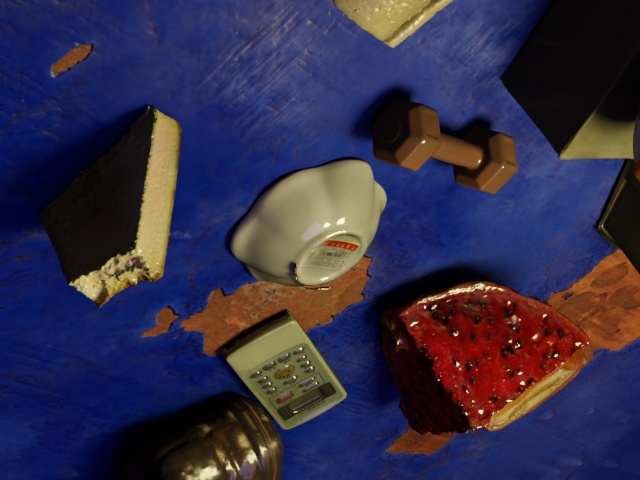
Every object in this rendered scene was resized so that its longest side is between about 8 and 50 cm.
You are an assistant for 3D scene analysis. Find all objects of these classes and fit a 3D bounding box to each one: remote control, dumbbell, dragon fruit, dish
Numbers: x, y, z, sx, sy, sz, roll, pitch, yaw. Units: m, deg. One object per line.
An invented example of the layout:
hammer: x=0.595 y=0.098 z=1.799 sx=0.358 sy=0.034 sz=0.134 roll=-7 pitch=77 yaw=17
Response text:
remote control: x=-0.050 y=0.199 z=2.068 sx=0.123 sy=0.038 sz=0.285 roll=-29 pitch=147 yaw=-1
dumbbell: x=0.161 y=-0.119 z=1.768 sx=0.082 sy=0.092 sz=0.231 roll=-19 pitch=160 yaw=38
dragon fruit: x=0.199 y=0.218 z=2.129 sx=0.302 sy=0.240 sz=0.330 roll=26 pitch=141 yaw=-5
dish: x=0.000 y=0.000 z=1.801 sx=0.229 sy=0.081 sz=0.229 roll=-21 pitch=146 yaw=-15

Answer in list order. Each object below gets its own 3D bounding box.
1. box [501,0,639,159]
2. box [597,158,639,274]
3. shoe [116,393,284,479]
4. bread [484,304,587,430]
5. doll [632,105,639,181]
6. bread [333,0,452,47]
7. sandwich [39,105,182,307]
box: x=0.370 y=-0.235 z=1.719 sx=0.155 sy=0.149 sz=0.231 roll=-4 pitch=139 yaw=-36
box: x=0.648 y=-0.067 z=2.117 sx=0.345 sy=0.204 sz=0.251 roll=-15 pitch=144 yaw=-23
shoe: x=-0.196 y=0.412 z=2.112 sx=0.237 sy=0.171 sz=0.384 roll=-21 pitch=145 yaw=-28
bread: x=0.331 y=0.221 z=2.325 sx=0.244 sy=0.123 sz=0.190 roll=-44 pitch=158 yaw=28
doll: x=0.478 y=-0.141 z=1.638 sx=0.213 sy=0.213 sz=0.236 roll=-54 pitch=-178 yaw=32
bread: x=0.078 y=-0.296 z=1.416 sx=0.141 sy=0.134 sz=0.148 roll=-37 pitch=135 yaw=18
sandwich: x=-0.211 y=-0.028 z=1.519 sx=0.193 sy=0.162 sz=0.058 roll=-42 pitch=143 yaw=15
